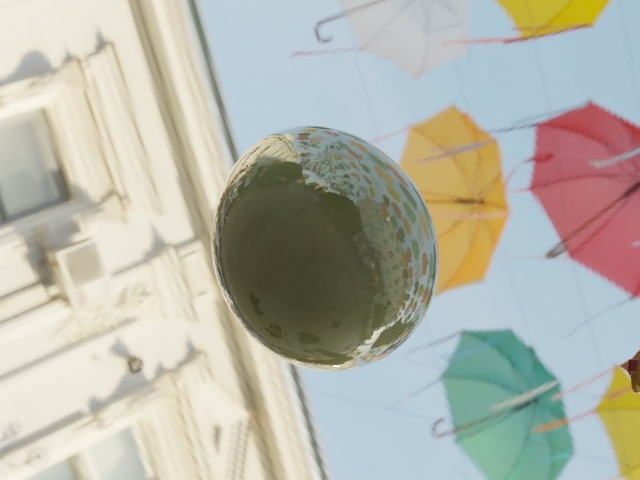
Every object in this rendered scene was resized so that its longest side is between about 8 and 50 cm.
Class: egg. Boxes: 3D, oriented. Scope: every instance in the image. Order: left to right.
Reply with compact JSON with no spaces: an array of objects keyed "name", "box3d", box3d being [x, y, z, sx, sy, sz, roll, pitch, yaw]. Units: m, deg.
[{"name":"egg","box3d":[0.000,0.000,1.111,0.253,0.189,0.188,-111,-158,-53]}]

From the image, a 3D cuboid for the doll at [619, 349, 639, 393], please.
[{"name":"doll","box3d":[0.469,0.131,1.644,0.134,0.186,0.106,31,-16,39]}]
